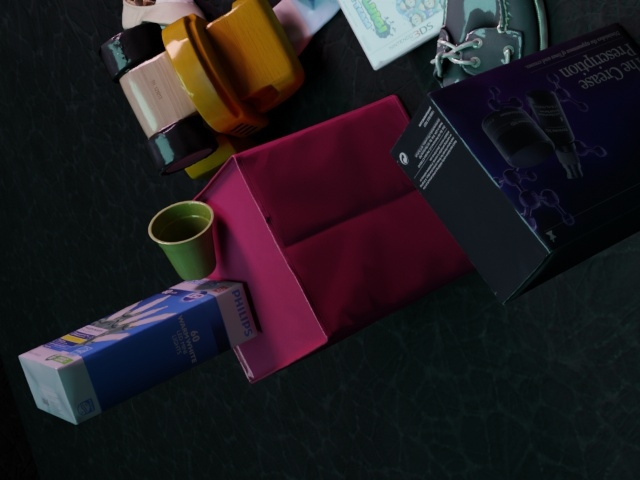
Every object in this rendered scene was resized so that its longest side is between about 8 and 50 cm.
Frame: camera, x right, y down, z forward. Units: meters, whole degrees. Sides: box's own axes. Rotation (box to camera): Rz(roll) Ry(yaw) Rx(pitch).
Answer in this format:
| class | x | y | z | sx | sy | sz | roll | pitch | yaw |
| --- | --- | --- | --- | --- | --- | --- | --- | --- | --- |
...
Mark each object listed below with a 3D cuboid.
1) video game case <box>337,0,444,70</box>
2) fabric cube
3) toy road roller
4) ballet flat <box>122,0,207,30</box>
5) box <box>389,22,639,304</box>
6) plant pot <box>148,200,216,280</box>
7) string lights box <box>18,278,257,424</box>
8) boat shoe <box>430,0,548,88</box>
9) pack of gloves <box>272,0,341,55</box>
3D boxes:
| class | x | y | z | sx | sy | sz | roll | pitch | yaw |
| --- | --- | --- | --- | --- | --- | --- | --- | --- | --- |
| video game case | 0.081 | -0.299 | 1.301 | 0.143 | 0.019 | 0.157 | -25 | 95 | 42 |
| fabric cube | 0.000 | 0.000 | 1.445 | 0.259 | 0.258 | 0.254 | 63 | 150 | 5 |
| toy road roller | -0.137 | -0.226 | 1.586 | 0.202 | 0.240 | 0.329 | 64 | -169 | 3 |
| ballet flat | -0.250 | -0.366 | 1.758 | 0.248 | 0.086 | 0.086 | 13 | 121 | 54 |
| box | 0.228 | -0.080 | 1.042 | 0.184 | 0.261 | 0.103 | 56 | 147 | 15 |
| plant pot | -0.165 | 0.007 | 1.386 | 0.083 | 0.083 | 0.079 | 33 | 147 | 42 |
| string lights box | -0.224 | 0.131 | 1.373 | 0.133 | 0.259 | 0.077 | 3 | 113 | 55 |
| boat shoe | 0.177 | -0.188 | 1.204 | 0.116 | 0.099 | 0.319 | 15 | 122 | 52 |
| pack of gloves | -0.055 | -0.365 | 1.490 | 0.195 | 0.046 | 0.232 | 62 | 148 | 5 |
